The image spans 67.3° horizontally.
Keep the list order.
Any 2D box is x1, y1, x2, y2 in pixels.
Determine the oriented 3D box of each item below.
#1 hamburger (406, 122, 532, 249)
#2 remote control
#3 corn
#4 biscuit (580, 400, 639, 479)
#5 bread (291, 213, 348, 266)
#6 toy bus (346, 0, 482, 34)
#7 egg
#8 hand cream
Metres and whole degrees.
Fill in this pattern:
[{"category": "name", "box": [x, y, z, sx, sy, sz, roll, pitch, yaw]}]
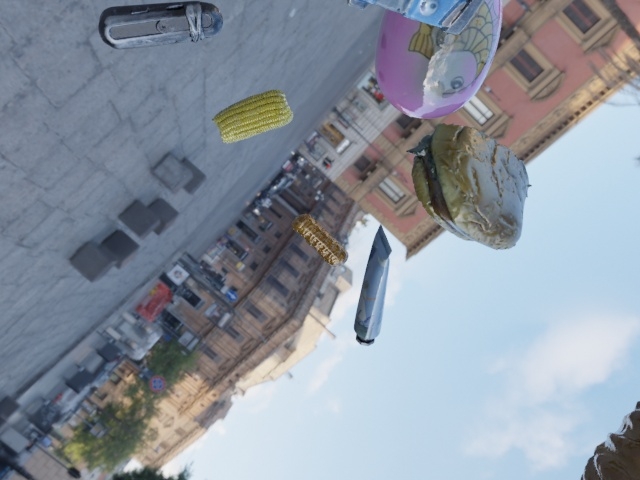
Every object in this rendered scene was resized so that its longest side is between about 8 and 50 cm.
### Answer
[{"category": "hamburger", "box": [0.309, -0.091, 0.969, 0.132, 0.309, 0.211, -25, -137, 49]}, {"category": "remote control", "box": [-0.347, -0.467, 1.048, 0.090, 0.266, 0.066, 87, -6, -45]}, {"category": "corn", "box": [-0.145, -0.265, 1.034, 0.165, 0.085, 0.063, -24, -167, -3]}, {"category": "biscuit", "box": [0.537, 0.346, 0.770, 0.325, 0.326, 0.107, -48, -135, 3]}, {"category": "bread", "box": [0.000, 0.000, 1.101, 0.052, 0.157, 0.044, -41, -166, 24]}, {"category": "toy bus", "box": [0.059, -0.288, 0.404, 0.116, 0.134, 0.233, 119, -34, -44]}, {"category": "egg", "box": [0.187, -0.335, 0.778, 0.196, 0.197, 0.271, -62, 153, -63]}, {"category": "hand cream", "box": [0.108, 0.102, 0.969, 0.091, 0.058, 0.271, -98, -168, -54]}]
